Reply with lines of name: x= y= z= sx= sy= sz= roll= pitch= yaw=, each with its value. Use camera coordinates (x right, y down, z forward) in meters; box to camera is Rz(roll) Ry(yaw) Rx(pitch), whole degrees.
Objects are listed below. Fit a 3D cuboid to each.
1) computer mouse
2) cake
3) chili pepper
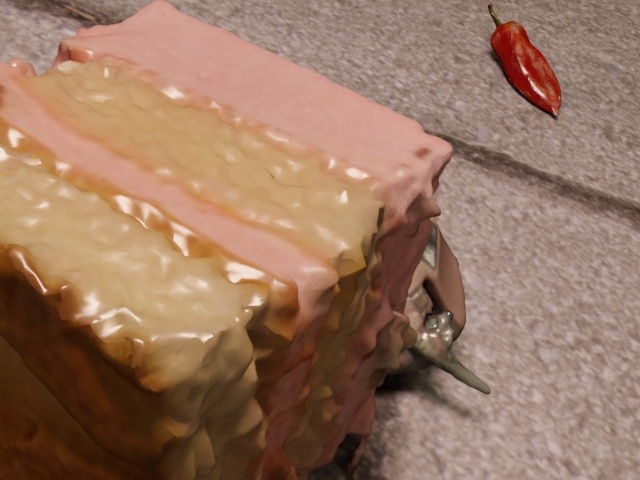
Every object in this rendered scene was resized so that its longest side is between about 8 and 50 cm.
computer mouse: x=-0.003 y=0.002 z=0.923 sx=0.389 sy=0.115 sz=0.199 roll=43 pitch=58 yaw=8
cake: x=-0.110 y=0.043 z=0.668 sx=0.293 sy=0.314 sz=0.307 roll=32 pitch=41 yaw=15
chili pepper: x=0.262 y=-0.231 z=1.364 sx=0.059 sy=0.050 sz=0.191 roll=-5 pitch=57 yaw=-33
